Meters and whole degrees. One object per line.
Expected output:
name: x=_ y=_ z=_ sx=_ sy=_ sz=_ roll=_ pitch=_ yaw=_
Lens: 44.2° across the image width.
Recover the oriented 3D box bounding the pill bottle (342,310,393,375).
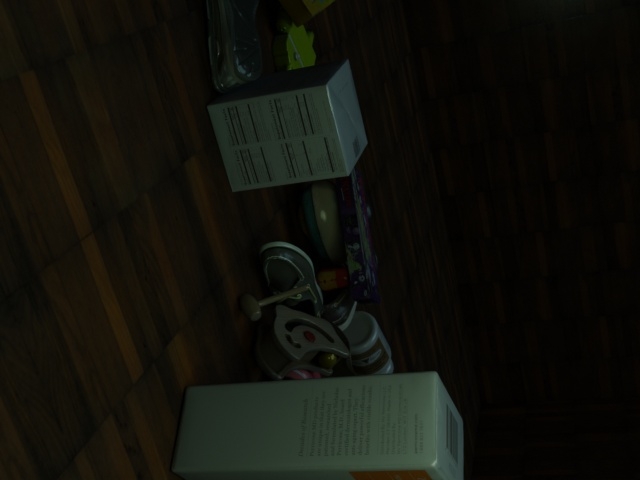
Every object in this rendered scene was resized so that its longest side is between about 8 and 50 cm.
pill bottle: x=0.128 y=0.311 z=2.223 sx=0.229 sy=0.131 sz=0.131 roll=61 pitch=29 yaw=-47

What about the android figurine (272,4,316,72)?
android figurine: x=-0.064 y=-0.495 z=2.076 sx=0.248 sy=0.056 sz=0.273 roll=64 pitch=25 yaw=-43

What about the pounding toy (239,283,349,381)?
pounding toy: x=-0.042 y=0.198 z=1.653 sx=0.269 sy=0.155 sz=0.154 roll=22 pitch=30 yaw=-36

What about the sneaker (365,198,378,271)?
sneaker: x=0.099 y=0.008 z=2.344 sx=0.106 sy=0.101 sz=0.268 roll=-11 pitch=95 yaw=-49

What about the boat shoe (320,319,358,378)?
boat shoe: x=0.032 y=0.322 z=1.916 sx=0.302 sy=0.109 sz=0.098 roll=-118 pitch=-152 yaw=-43

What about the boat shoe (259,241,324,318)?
boat shoe: x=-0.061 y=0.112 z=1.787 sx=0.305 sy=0.109 sz=0.091 roll=64 pitch=22 yaw=-52

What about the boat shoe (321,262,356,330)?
boat shoe: x=0.057 y=0.101 z=2.126 sx=0.324 sy=0.116 sz=0.097 roll=-68 pitch=149 yaw=-44

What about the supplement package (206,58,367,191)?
supplement package: x=-0.063 y=-0.243 z=1.668 sx=0.199 sy=0.262 sz=0.198 roll=-61 pitch=140 yaw=-59

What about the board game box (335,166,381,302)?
board game box: x=0.092 y=-0.016 z=1.967 sx=0.208 sy=0.056 sz=0.347 roll=47 pitch=34 yaw=-79

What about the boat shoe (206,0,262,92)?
boat shoe: x=-0.196 y=-0.470 z=1.650 sx=0.118 sy=0.103 sz=0.321 roll=6 pitch=72 yaw=-51

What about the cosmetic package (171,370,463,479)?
cosmetic package: x=0.003 y=0.352 z=1.361 sx=0.230 sy=0.452 sz=0.162 roll=57 pitch=32 yaw=-51

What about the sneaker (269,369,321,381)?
sneaker: x=-0.017 y=0.364 z=1.815 sx=0.136 sy=0.115 sz=0.314 roll=-78 pitch=153 yaw=-46

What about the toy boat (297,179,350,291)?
toy boat: x=0.000 y=0.000 z=1.989 sx=0.268 sy=0.148 sz=0.318 roll=69 pitch=16 yaw=-47

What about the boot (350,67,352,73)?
boot: x=0.061 y=-0.389 z=2.278 sx=0.283 sy=0.109 sz=0.220 roll=-15 pitch=111 yaw=-57

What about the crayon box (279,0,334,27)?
crayon box: x=-0.059 y=-0.670 z=2.014 sx=0.202 sy=0.081 sz=0.318 roll=55 pitch=27 yaw=-13
